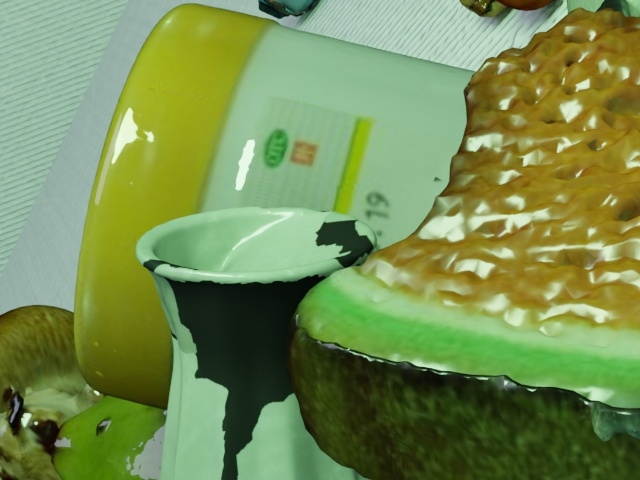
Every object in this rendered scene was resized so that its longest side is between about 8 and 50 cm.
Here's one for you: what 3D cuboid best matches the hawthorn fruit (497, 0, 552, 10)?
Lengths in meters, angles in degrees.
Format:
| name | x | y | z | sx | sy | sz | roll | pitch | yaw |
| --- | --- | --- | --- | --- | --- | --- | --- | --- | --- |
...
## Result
| name | x | y | z | sx | sy | sz | roll | pitch | yaw |
| --- | --- | --- | --- | --- | --- | --- | --- | --- | --- |
| hawthorn fruit | 0.147 | -0.213 | 1.164 | 0.093 | 0.093 | 0.093 | -54 | 21 | 32 |

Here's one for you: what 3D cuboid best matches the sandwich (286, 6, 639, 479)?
| name | x | y | z | sx | sy | sz | roll | pitch | yaw |
| --- | --- | --- | --- | --- | --- | --- | --- | --- | --- |
| sandwich | 0.138 | 0.022 | 0.733 | 0.301 | 0.250 | 0.162 | -68 | -28 | -44 |

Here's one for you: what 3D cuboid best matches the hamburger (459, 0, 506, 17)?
| name | x | y | z | sx | sy | sz | roll | pitch | yaw |
| --- | --- | --- | --- | --- | --- | --- | --- | --- | --- |
| hamburger | 0.133 | -0.212 | 1.255 | 0.076 | 0.044 | 0.083 | -53 | 24 | 30 |

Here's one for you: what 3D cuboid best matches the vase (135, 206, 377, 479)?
| name | x | y | z | sx | sy | sz | roll | pitch | yaw |
| --- | --- | --- | --- | --- | --- | --- | --- | --- | --- |
| vase | -0.024 | 0.170 | 0.809 | 0.165 | 0.165 | 0.360 | -129 | 34 | -70 |

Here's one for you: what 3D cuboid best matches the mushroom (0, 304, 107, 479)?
| name | x | y | z | sx | sy | sz | roll | pitch | yaw |
| --- | --- | --- | --- | --- | --- | --- | --- | --- | --- |
| mushroom | -0.233 | 0.234 | 1.285 | 0.260 | 0.345 | 0.345 | 13 | 78 | 47 |

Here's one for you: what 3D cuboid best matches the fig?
| name | x | y | z | sx | sy | sz | roll | pitch | yaw |
| --- | --- | --- | --- | --- | --- | --- | --- | --- | --- |
| fig | -0.076 | 0.159 | 1.095 | 0.203 | 0.225 | 0.203 | 11 | -90 | -87 |

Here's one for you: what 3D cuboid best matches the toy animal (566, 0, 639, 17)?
| name | x | y | z | sx | sy | sz | roll | pitch | yaw |
| --- | --- | --- | --- | --- | --- | --- | --- | --- | --- |
| toy animal | 0.184 | -0.130 | 0.931 | 0.121 | 0.094 | 0.225 | 126 | 151 | -64 |

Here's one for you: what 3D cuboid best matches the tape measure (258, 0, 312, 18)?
| name | x | y | z | sx | sy | sz | roll | pitch | yaw |
| --- | --- | --- | --- | --- | --- | --- | --- | --- | --- |
| tape measure | -0.026 | -0.319 | 1.785 | 0.125 | 0.081 | 0.146 | -43 | 29 | 57 |

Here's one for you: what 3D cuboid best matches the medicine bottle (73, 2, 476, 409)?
| name | x | y | z | sx | sy | sz | roll | pitch | yaw |
| --- | --- | --- | --- | --- | --- | --- | --- | --- | --- |
| medicine bottle | 0.000 | 0.000 | 0.944 | 0.238 | 0.232 | 0.237 | 14 | -90 | -84 |
